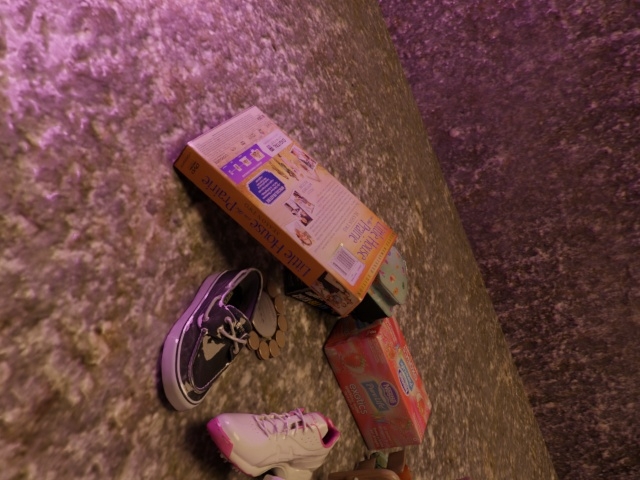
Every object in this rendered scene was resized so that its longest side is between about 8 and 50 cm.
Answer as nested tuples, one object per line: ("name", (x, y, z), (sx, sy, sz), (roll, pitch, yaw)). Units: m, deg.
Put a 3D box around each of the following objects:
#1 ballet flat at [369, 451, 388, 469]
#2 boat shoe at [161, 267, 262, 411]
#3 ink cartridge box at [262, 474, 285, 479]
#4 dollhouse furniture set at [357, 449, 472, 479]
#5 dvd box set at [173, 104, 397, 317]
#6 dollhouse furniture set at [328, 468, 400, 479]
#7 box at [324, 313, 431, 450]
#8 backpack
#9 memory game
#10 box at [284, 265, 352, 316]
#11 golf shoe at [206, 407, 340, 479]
("ballet flat", (0.157, 0.590, 1.609), (0.188, 0.070, 0.070), (63, 26, -14))
("boat shoe", (-0.165, 0.150, 1.133), (0.108, 0.102, 0.301), (62, 26, -25))
("ink cartridge box", (-0.070, 0.515, 1.092), (0.181, 0.056, 0.225), (-51, 125, -31))
("dollhouse furniture set", (0.218, 0.605, 1.486), (0.135, 0.259, 0.262), (-39, 109, -75))
("dvd box set", (-0.049, -0.074, 1.345), (0.420, 0.062, 0.308), (42, 31, -3))
("dollhouse furniture set", (0.152, 0.693, 1.265), (0.394, 0.256, 0.362), (66, 27, -24))
("box", (0.142, 0.330, 1.633), (0.300, 0.142, 0.154), (67, 26, -15))
("backpack", (0.115, 0.070, 1.563), (0.166, 0.144, 0.188), (45, 33, -39))
("memory game", (-0.118, 0.144, 1.352), (0.186, 0.012, 0.186), (45, 36, -47))
("box", (0.000, 0.000, 1.620), (0.257, 0.079, 0.322), (34, 45, -57))
("golf shoe", (-0.073, 0.326, 1.154), (0.115, 0.140, 0.306), (49, 4, 35))
